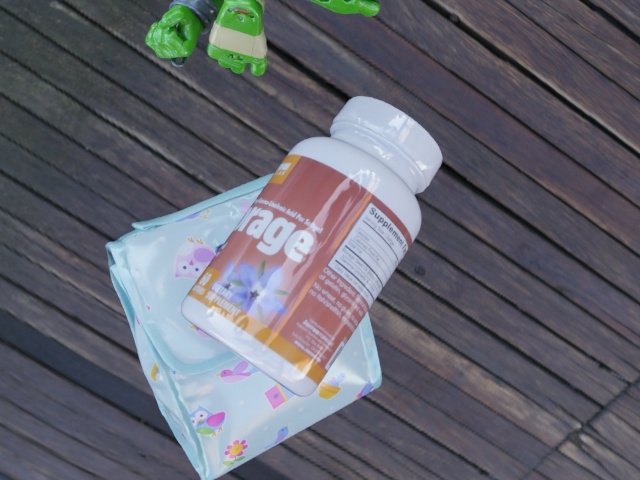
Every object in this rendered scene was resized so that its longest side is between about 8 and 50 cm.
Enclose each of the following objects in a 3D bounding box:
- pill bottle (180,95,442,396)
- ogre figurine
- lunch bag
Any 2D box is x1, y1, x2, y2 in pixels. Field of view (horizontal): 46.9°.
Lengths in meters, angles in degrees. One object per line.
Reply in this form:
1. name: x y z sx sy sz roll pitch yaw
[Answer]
1. pill bottle: 0.000 0.000 0.570 0.121 0.121 0.216 37 78 -11
2. ogre figurine: -0.017 -0.184 0.461 0.096 0.118 0.197 26 148 -29
3. lunch bag: -0.073 0.070 0.728 0.223 0.160 0.262 -24 125 -21
